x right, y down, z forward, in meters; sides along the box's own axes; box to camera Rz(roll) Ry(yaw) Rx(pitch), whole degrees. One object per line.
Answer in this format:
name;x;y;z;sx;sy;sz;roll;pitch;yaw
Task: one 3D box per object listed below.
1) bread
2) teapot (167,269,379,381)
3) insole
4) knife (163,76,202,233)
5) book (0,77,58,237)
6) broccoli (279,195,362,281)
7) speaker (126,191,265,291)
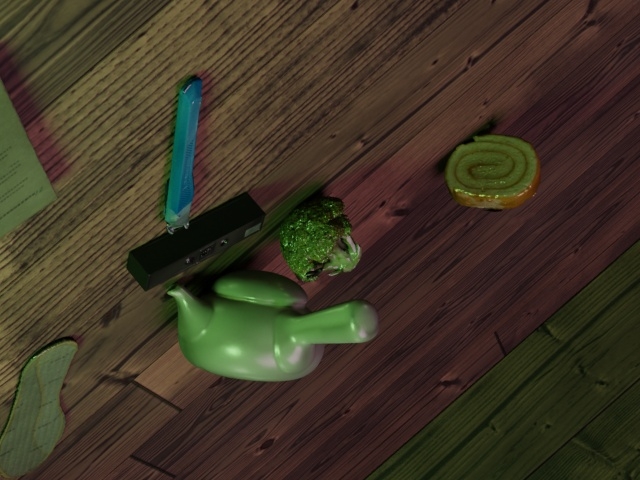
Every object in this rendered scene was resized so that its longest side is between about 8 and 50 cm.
bread;0.274;-0.110;2.454;0.073;0.149;0.122;61;36;-68
teapot;-0.048;0.124;2.153;0.220;0.318;0.149;-4;100;-68
insole;-0.390;0.239;2.133;0.119;0.009;0.348;-26;155;-34
knife;-0.163;-0.096;1.846;0.044;0.026;0.296;-33;156;-29
book;-0.379;-0.054;1.541;0.215;0.025;0.282;-35;158;-14
broccoli;0.000;0.000;2.192;0.130;0.120;0.131;-62;-160;-10
speaker;-0.160;0.001;2.013;0.191;0.046;0.040;-28;157;-31
